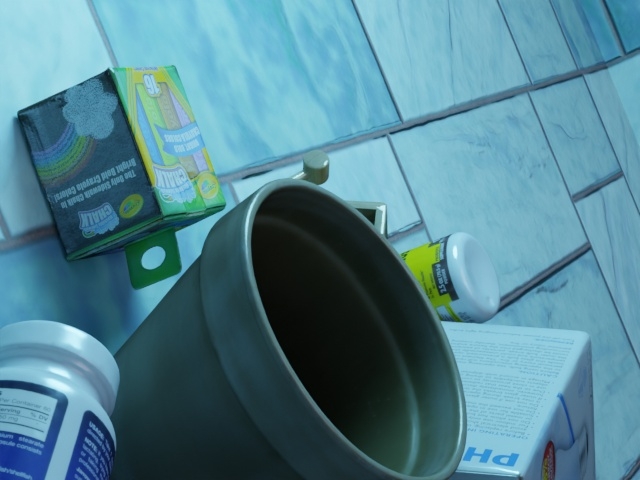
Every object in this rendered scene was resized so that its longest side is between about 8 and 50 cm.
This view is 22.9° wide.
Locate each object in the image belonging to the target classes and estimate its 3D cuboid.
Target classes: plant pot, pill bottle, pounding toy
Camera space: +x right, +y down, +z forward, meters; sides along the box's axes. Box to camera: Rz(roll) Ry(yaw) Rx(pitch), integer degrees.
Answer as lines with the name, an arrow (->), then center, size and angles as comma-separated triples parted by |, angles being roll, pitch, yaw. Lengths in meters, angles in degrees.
plant pot -> -0.062, 0.145, 1.529 | 0.323, 0.280, 0.323 | 38, 33, -31
pill bottle -> 0.109, 0.075, 1.987 | 0.117, 0.215, 0.117 | 41, 37, -42
pounding toy -> -0.009, -0.005, 1.945 | 0.094, 0.181, 0.206 | 85, 10, -52
pill bottle -> -0.253, 0.202, 1.306 | 0.153, 0.153, 0.265 | 50, 32, -31

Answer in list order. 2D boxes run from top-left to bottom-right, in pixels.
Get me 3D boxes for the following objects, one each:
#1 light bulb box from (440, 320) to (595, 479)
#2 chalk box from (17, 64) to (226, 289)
light bulb box -> 0.170, 0.324, 1.788 | 0.361, 0.225, 0.358 | -47, 135, -61
chalk box -> -0.195, -0.059, 1.629 | 0.132, 0.132, 0.213 | -15, 85, -63
